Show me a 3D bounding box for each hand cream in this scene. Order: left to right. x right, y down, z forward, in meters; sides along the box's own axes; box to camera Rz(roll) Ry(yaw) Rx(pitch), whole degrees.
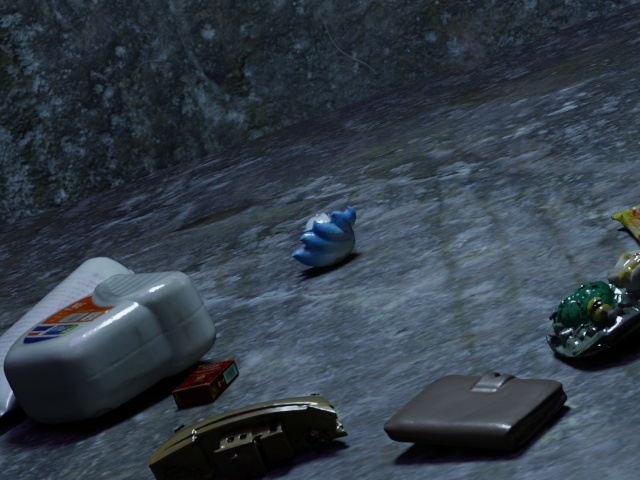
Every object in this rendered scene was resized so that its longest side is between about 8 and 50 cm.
[{"bbox_3d":[-0.385,0.154,2.423,0.185,0.118,0.359,-4,27,41],"label":"hand cream"}]

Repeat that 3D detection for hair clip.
[{"bbox_3d":[0.376,0.021,1.783,0.321,0.091,0.138,-22,10,-11],"label":"hair clip"}]

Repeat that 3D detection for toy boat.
[{"bbox_3d":[-0.074,0.206,1.775,0.206,0.064,0.072,-17,27,13],"label":"toy boat"}]

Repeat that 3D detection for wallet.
[{"bbox_3d":[0.148,0.163,1.657,0.153,0.038,0.118,-3,23,44],"label":"wallet"}]

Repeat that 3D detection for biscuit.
[{"bbox_3d":[0.387,-0.002,2.016,0.048,0.026,0.292,-13,13,1],"label":"biscuit"}]

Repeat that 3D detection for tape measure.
[{"bbox_3d":[-0.270,0.136,2.241,0.265,0.130,0.258,-33,14,-27],"label":"tape measure"}]

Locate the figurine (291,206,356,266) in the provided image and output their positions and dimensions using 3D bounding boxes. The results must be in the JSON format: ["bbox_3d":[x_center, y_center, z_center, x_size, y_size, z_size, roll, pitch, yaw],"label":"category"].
[{"bbox_3d":[0.000,0.000,2.491,0.114,0.079,0.114,-28,-13,-7],"label":"figurine"}]

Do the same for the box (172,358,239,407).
[{"bbox_3d":[-0.137,0.172,2.105,0.051,0.023,0.082,-15,13,25],"label":"box"}]
